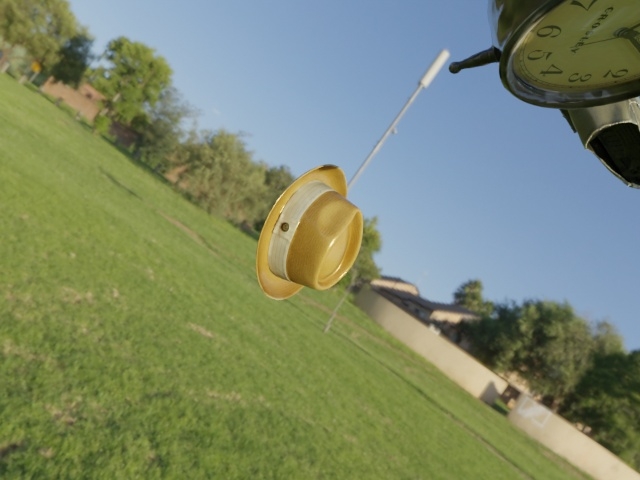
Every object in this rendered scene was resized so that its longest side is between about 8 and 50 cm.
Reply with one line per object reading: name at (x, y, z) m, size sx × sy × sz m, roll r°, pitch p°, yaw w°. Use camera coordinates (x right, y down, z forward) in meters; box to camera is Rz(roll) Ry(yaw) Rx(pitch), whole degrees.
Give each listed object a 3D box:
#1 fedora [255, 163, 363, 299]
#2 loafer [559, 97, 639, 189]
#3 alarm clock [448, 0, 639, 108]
fedora at (0.000, 0.000, 0.828) m, size 0.079 × 0.194 × 0.194 m, roll 27°, pitch -8°, yaw 28°
loafer at (0.387, -0.172, 0.866) m, size 0.251 × 0.094 × 0.087 m, roll 52°, pitch 35°, yaw 5°
alarm clock at (0.177, -0.128, 0.351) m, size 0.192 × 0.064 × 0.129 m, roll 2°, pitch -21°, yaw -11°
